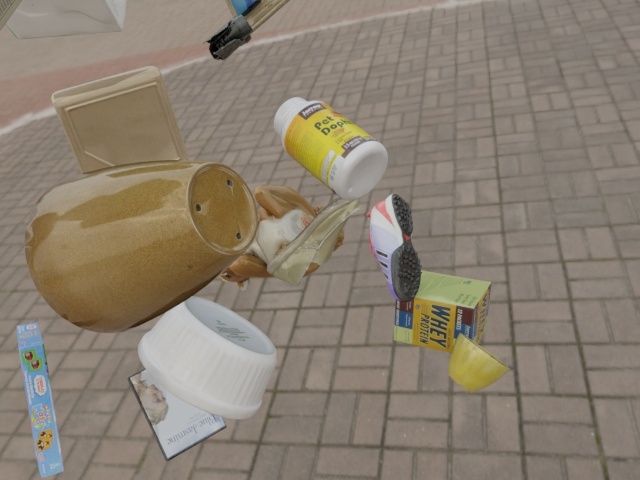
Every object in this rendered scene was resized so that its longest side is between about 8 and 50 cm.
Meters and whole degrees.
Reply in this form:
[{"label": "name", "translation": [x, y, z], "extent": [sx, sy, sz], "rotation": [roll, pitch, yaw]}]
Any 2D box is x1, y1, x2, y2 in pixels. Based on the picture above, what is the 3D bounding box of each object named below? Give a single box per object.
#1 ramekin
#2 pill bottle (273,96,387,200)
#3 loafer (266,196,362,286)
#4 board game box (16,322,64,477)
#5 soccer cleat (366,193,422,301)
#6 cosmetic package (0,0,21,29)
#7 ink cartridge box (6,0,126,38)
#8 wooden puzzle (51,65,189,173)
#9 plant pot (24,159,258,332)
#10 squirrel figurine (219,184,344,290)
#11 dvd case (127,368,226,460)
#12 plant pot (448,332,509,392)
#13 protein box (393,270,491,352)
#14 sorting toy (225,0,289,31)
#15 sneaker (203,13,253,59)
[{"label": "ramekin", "translation": [-0.210, 0.218, 1.121], "extent": [0.273, 0.273, 0.127], "rotation": [34, 94, 47]}, {"label": "pill bottle", "translation": [0.011, -0.173, 1.022], "extent": [0.117, 0.117, 0.215], "rotation": [-34, 56, -21]}, {"label": "loafer", "translation": [0.000, 0.000, 1.253], "extent": [0.268, 0.092, 0.102], "rotation": [-43, 5, 17]}, {"label": "board game box", "translation": [-0.467, 0.257, 0.942], "extent": [0.039, 0.211, 0.160], "rotation": [-8, 9, -29]}, {"label": "soccer cleat", "translation": [0.183, 0.028, 1.474], "extent": [0.116, 0.109, 0.318], "rotation": [-29, 47, 34]}, {"label": "cosmetic package", "translation": [-0.465, -0.223, 0.602], "extent": [0.113, 0.160, 0.309], "rotation": [24, 70, -1]}, {"label": "ink cartridge box", "translation": [-0.460, -0.553, 1.035], "extent": [0.207, 0.119, 0.353], "rotation": [-3, 69, 4]}, {"label": "wooden puzzle", "translation": [-0.405, -0.218, 1.180], "extent": [0.221, 0.238, 0.044], "rotation": [-25, 23, -24]}, {"label": "plant pot", "translation": [-0.213, -0.011, 0.759], "extent": [0.254, 0.237, 0.237], "rotation": [-16, 32, 34]}, {"label": "squirrel figurine", "translation": [-0.143, 0.021, 1.756], "extent": [0.370, 0.281, 0.397], "rotation": [-31, -11, 39]}, {"label": "dvd case", "translation": [-0.397, 0.449, 1.570], "extent": [0.180, 0.022, 0.253], "rotation": [-27, 79, -16]}, {"label": "plant pot", "translation": [0.349, 0.291, 1.305], "extent": [0.095, 0.134, 0.134], "rotation": [-55, 41, 2]}, {"label": "protein box", "translation": [0.324, 0.186, 1.497], "extent": [0.201, 0.136, 0.200], "rotation": [9, 19, 27]}, {"label": "sorting toy", "translation": [-0.113, -0.572, 1.112], "extent": [0.307, 0.229, 0.041], "rotation": [-21, 3, 43]}, {"label": "sneaker", "translation": [-0.172, -0.370, 1.046], "extent": [0.089, 0.051, 0.170], "rotation": [-40, 17, 0]}]
